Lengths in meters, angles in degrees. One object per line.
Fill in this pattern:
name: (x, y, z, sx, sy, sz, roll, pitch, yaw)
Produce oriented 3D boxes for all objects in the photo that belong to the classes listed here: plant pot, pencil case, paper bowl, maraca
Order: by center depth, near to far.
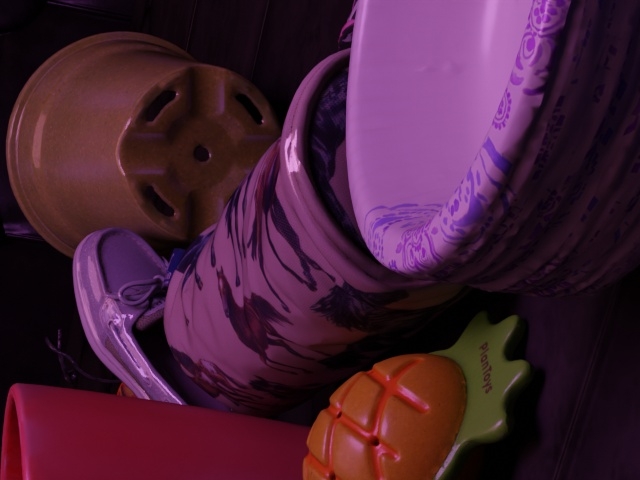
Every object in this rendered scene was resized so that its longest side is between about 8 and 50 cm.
paper bowl: (0.121, -0.113, 0.682, 0.284, 0.148, 0.284, -172, 90, -75)
maraca: (0.059, 0.116, 0.885, 0.186, 0.099, 0.127, -43, 29, 26)
pencil case: (0.000, 0.000, 1.030, 0.410, 0.160, 0.183, 135, 129, -65)
plant pot: (-0.111, 0.243, 1.094, 0.275, 0.243, 0.275, -179, 90, -73)
plant pot: (-0.171, -0.096, 1.565, 0.254, 0.276, 0.276, 7, 89, 63)

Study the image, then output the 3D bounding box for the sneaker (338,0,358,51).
sneaker: (0.062, -0.204, 1.098, 0.178, 0.072, 0.077, -40, 33, 59)

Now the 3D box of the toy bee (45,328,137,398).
toy bee: (-0.181, 0.199, 1.620, 0.298, 0.162, 0.195, 63, 173, 9)

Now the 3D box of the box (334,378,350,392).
box: (0.026, 0.149, 1.117, 0.067, 0.018, 0.083, 148, 129, -71)

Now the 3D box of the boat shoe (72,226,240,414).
boat shoe: (-0.137, 0.112, 1.410, 0.103, 0.118, 0.320, -49, 60, 43)
